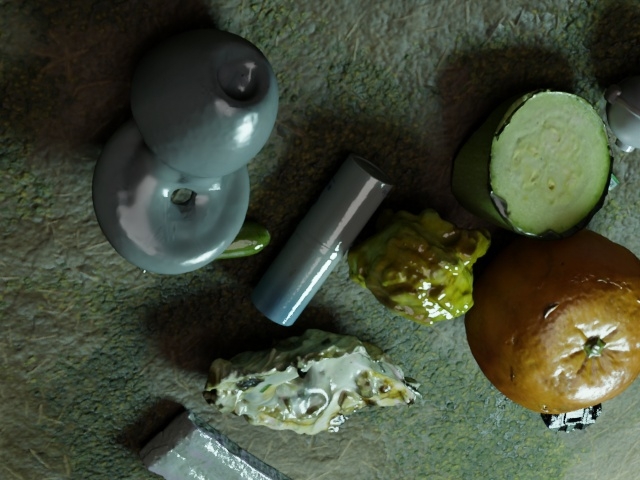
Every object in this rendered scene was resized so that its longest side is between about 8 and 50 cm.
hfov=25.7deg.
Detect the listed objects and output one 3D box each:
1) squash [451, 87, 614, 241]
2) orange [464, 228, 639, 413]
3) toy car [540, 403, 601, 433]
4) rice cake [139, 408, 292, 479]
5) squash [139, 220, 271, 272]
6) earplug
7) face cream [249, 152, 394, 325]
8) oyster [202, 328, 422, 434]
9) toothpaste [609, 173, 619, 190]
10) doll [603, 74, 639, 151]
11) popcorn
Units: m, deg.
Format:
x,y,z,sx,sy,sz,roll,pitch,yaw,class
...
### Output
x,y,z,sx,sy,sz,roll,pitch,yaw,class
0.301,-0.115,1.978,0.220,0.133,0.220,-7,108,-22,squash
0.354,0.115,2.054,0.284,0.226,0.284,-6,117,-13,orange
0.403,0.207,2.240,0.103,0.063,0.216,-4,112,-20,toy car
-0.142,0.363,2.131,0.106,0.050,0.298,-42,128,9,rice cake
-0.157,0.009,1.891,0.183,0.052,0.052,-14,126,-11,squash
-0.159,-0.109,1.732,0.214,0.175,0.325,3,121,-31,earplug
0.000,0.000,1.930,0.077,0.077,0.250,25,108,-33,face cream
-0.015,0.197,2.054,0.354,0.107,0.201,15,136,-43,oyster
0.411,-0.106,2.063,0.020,0.017,0.083,-42,127,8,toothpaste
0.523,-0.154,2.002,0.287,0.151,0.151,19,113,-27,doll
0.136,0.028,1.946,0.198,0.197,0.155,7,103,-26,popcorn
